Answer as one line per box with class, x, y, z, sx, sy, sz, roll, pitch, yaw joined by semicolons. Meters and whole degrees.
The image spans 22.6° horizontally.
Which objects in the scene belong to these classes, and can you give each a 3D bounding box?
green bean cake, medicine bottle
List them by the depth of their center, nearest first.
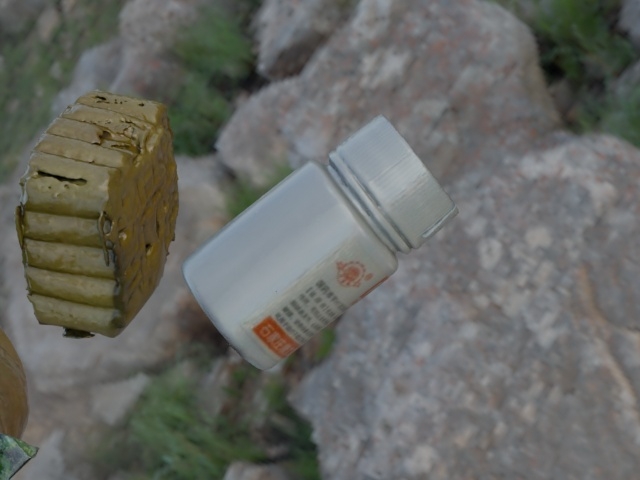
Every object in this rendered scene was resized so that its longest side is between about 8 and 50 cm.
medicine bottle;0.000;0.000;1.549;0.252;0.144;0.144;-40;31;5
green bean cake;-0.244;-0.028;1.801;0.224;0.131;0.230;-66;-19;-52

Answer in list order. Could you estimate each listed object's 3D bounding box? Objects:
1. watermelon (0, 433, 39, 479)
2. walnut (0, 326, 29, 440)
watermelon;-0.308;0.198;1.355;0.155;0.101;0.080;-26;-1;39
walnut;-0.584;0.214;2.190;0.381;0.381;0.381;-38;35;33
